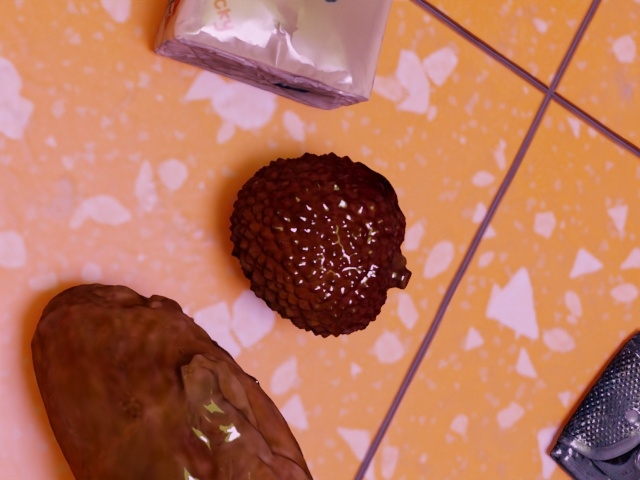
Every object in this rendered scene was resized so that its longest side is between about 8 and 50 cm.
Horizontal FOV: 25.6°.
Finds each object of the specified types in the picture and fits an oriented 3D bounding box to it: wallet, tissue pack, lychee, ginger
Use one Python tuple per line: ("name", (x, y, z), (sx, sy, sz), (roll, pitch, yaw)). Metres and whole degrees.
("wallet", (0.244, 0.143, 1.104), (0.088, 0.026, 0.129), (45, 74, -17))
("tissue pack", (-0.017, -0.204, 0.963), (0.148, 0.092, 0.196), (16, 83, -21))
("lychee", (0.000, -0.001, 0.960), (0.123, 0.129, 0.123), (-39, 146, -33))
("ginger", (-0.072, 0.172, 0.906), (0.165, 0.172, 0.321), (-23, 97, -61))
